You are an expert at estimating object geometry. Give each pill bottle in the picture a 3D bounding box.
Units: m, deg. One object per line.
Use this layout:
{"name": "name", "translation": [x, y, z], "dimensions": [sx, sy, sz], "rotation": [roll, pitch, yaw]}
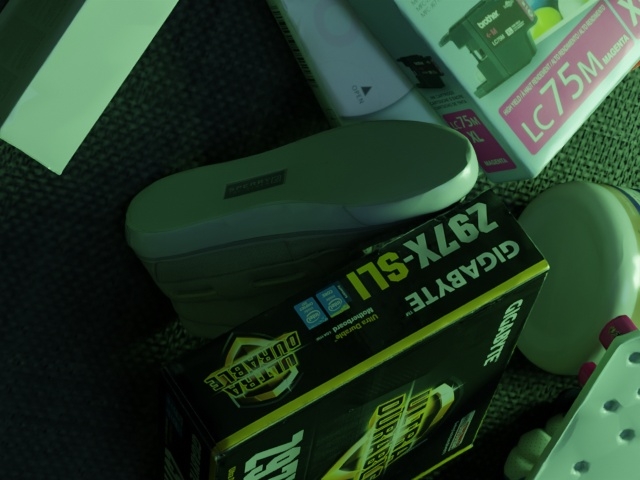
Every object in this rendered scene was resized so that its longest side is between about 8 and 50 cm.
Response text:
{"name": "pill bottle", "translation": [0.291, 0.040, 1.491], "dimensions": [0.265, 0.153, 0.153], "rotation": [6, 104, -31]}

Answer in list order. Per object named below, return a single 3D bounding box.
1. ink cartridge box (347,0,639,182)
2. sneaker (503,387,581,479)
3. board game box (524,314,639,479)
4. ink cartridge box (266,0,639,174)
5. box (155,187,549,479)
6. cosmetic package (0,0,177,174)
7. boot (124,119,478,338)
{"name": "ink cartridge box", "translation": [0.097, -0.214, 1.273], "dimensions": [0.186, 0.065, 0.311], "rotation": [-47, 106, -22]}
{"name": "sneaker", "translation": [0.239, 0.280, 1.577], "dimensions": [0.236, 0.130, 0.322], "rotation": [-14, 118, -16]}
{"name": "board game box", "translation": [0.289, 0.275, 1.448], "dimensions": [0.390, 0.050, 0.390], "rotation": [21, 111, -22]}
{"name": "ink cartridge box", "translation": [0.102, -0.151, 1.321], "dimensions": [0.232, 0.066, 0.189], "rotation": [-29, 101, -4]}
{"name": "box", "translation": [0.011, 0.120, 1.298], "dimensions": [0.257, 0.079, 0.322], "rotation": [-27, 158, -18]}
{"name": "cosmetic package", "translation": [-0.139, -0.166, 1.198], "dimensions": [0.060, 0.099, 0.239], "rotation": [35, 89, -34]}
{"name": "boot", "translation": [0.000, 0.000, 1.288], "dimensions": [0.095, 0.258, 0.123], "rotation": [-74, 147, -45]}
